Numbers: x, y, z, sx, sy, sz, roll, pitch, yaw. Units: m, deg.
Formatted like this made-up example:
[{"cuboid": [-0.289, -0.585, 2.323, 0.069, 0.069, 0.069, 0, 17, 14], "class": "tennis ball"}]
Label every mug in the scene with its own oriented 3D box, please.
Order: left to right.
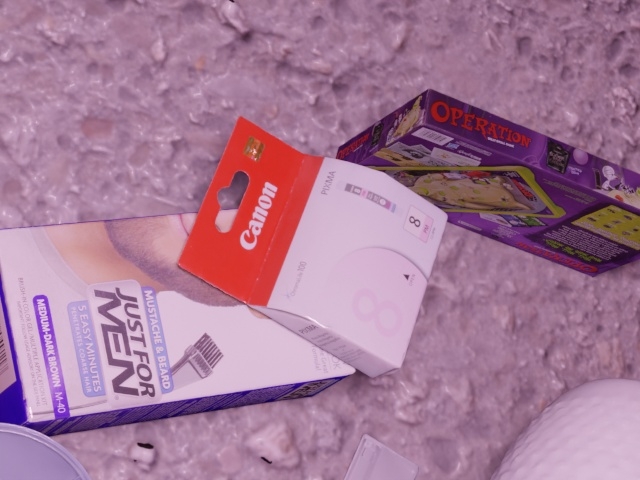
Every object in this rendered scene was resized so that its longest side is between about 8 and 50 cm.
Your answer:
[{"cuboid": [0.302, 0.346, 1.618, 0.374, 0.276, 0.328, 56, 44, -37], "class": "mug"}]

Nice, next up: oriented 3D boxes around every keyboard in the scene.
[{"cuboid": [0.026, 0.320, 1.609, 0.072, 0.014, 0.256, 36, 61, -18], "class": "keyboard"}]

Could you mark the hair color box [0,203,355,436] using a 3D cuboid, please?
[{"cuboid": [-0.151, 0.074, 1.545, 0.339, 0.110, 0.185, -6, 75, -31], "class": "hair color box"}]

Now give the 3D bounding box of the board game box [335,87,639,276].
[{"cuboid": [0.211, -0.054, 1.717, 0.347, 0.208, 0.056, 20, 64, -21], "class": "board game box"}]

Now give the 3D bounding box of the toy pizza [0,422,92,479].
[{"cuboid": [-0.292, 0.260, 1.421, 0.201, 0.032, 0.201, 0, 92, -9], "class": "toy pizza"}]

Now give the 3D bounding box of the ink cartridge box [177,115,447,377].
[{"cuboid": [0.000, 0.000, 1.558, 0.232, 0.066, 0.189, 34, 57, -22], "class": "ink cartridge box"}]
